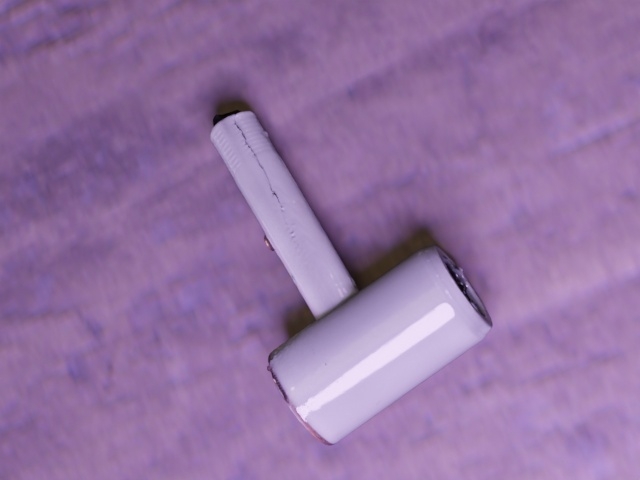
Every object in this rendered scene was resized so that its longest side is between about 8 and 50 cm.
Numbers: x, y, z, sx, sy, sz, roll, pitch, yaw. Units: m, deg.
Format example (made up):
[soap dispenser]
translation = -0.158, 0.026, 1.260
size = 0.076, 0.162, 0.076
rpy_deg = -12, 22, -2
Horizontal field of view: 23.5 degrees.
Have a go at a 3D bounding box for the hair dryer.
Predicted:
[hair dryer]
translation = 0.000, 0.000, 0.997
size = 0.131, 0.073, 0.236
rpy_deg = -36, 63, 10
